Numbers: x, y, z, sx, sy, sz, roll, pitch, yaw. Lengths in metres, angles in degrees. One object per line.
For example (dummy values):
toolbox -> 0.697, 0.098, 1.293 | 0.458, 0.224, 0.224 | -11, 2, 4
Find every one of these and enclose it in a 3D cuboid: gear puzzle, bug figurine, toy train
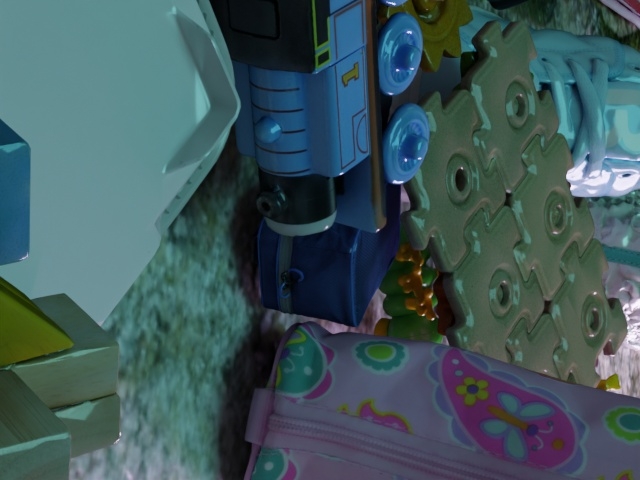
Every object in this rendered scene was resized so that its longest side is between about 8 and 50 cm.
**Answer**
gear puzzle -> 0.089, -0.028, 0.984 | 0.175, 0.044, 0.339 | -50, 128, -41
bug figurine -> 0.100, 0.089, 1.100 | 0.279, 0.072, 0.216 | -5, 89, -52
toy train -> -0.001, -0.085, 0.824 | 0.105, 0.080, 0.184 | -36, 133, -44

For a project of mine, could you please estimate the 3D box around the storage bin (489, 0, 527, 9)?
storage bin -> 0.112, -0.235, 1.117 | 0.091, 0.098, 0.135 | 24, 68, -32

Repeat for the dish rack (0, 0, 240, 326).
dish rack -> -0.140, -0.080, 0.594 | 0.285, 0.072, 0.332 | -56, 141, -34

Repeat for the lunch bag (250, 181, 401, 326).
lunch bag -> 0.000, 0.000, 0.924 | 0.098, 0.065, 0.067 | -58, 154, -49

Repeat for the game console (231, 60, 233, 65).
game console -> -0.055, -0.250, 0.824 | 0.213, 0.044, 0.361 | -10, 102, -63

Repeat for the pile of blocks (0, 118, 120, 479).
pile of blocks -> -0.153, -0.016, 0.440 | 0.149, 0.113, 0.362 | -55, 135, 1

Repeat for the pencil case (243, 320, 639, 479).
pencil case -> 0.103, 0.126, 0.892 | 0.124, 0.284, 0.124 | 14, 90, -74

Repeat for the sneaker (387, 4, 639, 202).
sneaker -> 0.161, -0.093, 1.134 | 0.366, 0.150, 0.135 | -10, 99, -59

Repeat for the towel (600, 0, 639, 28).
towel -> 0.270, -0.367, 1.468 | 0.237, 0.037, 0.329 | 11, 82, -62

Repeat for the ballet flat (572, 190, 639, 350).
ballet flat -> 0.298, 0.030, 1.421 | 0.409, 0.147, 0.147 | -1, 92, -67
